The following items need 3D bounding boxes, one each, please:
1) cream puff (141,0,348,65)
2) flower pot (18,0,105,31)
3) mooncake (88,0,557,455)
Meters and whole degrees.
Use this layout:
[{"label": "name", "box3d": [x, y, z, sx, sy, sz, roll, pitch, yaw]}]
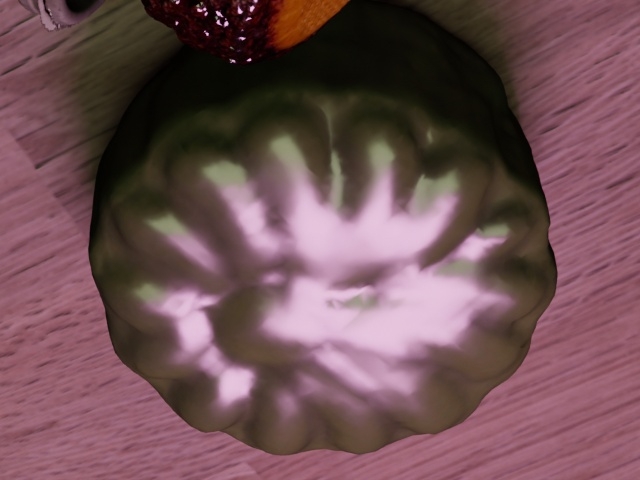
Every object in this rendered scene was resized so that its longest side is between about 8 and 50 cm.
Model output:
[{"label": "cream puff", "box3d": [-0.032, -0.230, 1.125, 0.165, 0.239, 0.239, 38, 119, 9]}, {"label": "flower pot", "box3d": [-0.178, -0.269, 1.196, 0.140, 0.235, 0.235, 28, 121, 3]}, {"label": "mooncake", "box3d": [0.000, 0.000, 1.394, 0.356, 0.194, 0.356, -3, 124, -4]}]
